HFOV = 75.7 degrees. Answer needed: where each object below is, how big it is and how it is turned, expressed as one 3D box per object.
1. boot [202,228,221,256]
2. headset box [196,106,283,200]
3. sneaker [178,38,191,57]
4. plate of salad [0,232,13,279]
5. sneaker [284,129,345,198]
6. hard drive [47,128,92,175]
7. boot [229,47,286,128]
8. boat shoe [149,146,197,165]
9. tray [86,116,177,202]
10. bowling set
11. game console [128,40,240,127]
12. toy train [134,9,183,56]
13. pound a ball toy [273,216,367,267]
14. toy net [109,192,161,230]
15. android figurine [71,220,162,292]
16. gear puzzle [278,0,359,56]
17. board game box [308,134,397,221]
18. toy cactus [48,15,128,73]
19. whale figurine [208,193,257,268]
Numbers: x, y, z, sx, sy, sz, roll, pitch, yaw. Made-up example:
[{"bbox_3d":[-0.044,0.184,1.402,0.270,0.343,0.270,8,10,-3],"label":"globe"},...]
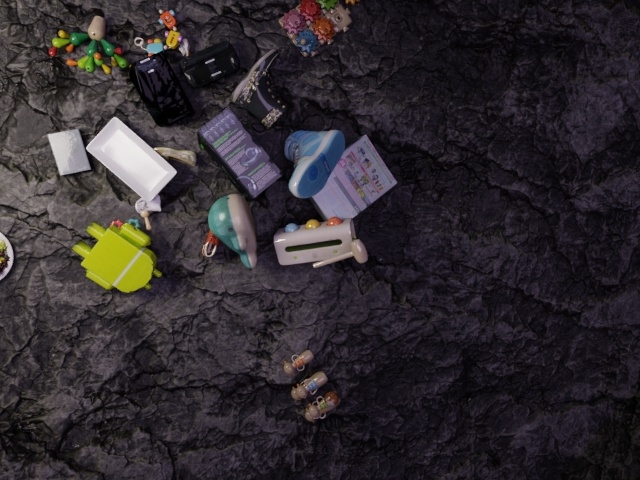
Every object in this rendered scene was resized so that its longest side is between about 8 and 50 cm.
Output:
[{"bbox_3d":[-0.370,-0.012,1.451,0.059,0.085,0.157,20,88,-14],"label":"boot"},{"bbox_3d":[-0.279,-0.283,1.367,0.131,0.246,0.283,-41,104,-9],"label":"headset box"},{"bbox_3d":[-0.464,-0.643,1.403,0.037,0.032,0.083,-3,94,2],"label":"sneaker"},{"bbox_3d":[-1.080,0.049,1.286,0.200,0.048,0.199,-1,94,-15],"label":"plate of salad"},{"bbox_3d":[-0.067,-0.271,1.436,0.319,0.208,0.127,-55,144,-34],"label":"sneaker"},{"bbox_3d":[-0.815,-0.286,1.341,0.094,0.022,0.135,-15,99,-13],"label":"hard drive"},{"bbox_3d":[-0.183,-0.535,1.457,0.179,0.085,0.236,40,91,-17],"label":"boot"},{"bbox_3d":[-0.503,-0.287,1.408,0.153,0.056,0.048,3,89,-22],"label":"boat shoe"},{"bbox_3d":[-0.622,-0.265,1.367,0.270,0.030,0.145,42,88,-4],"label":"tray"},{"bbox_3d":[-0.029,0.573,1.538,0.154,0.200,0.287,-32,98,-9],"label":"bowling set"},{"bbox_3d":[-0.436,-0.550,1.392,0.361,0.044,0.213,-32,117,-16],"label":"game console"},{"bbox_3d":[-0.528,-0.679,1.375,0.166,0.046,0.125,-44,87,-2],"label":"toy train"},{"bbox_3d":[0.000,0.000,1.422,0.319,0.208,0.135,-8,108,12],"label":"pound a ball toy"},{"bbox_3d":[-0.627,-0.068,1.400,0.122,0.045,0.232,27,86,-14],"label":"toy net"},{"bbox_3d":[-0.661,0.062,1.359,0.273,0.056,0.248,37,104,-18],"label":"android figurine"},{"bbox_3d":[0.027,-0.832,1.505,0.339,0.044,0.175,-40,103,-8],"label":"gear puzzle"},{"bbox_3d":[0.102,-0.218,1.552,0.303,0.097,0.224,-37,104,-8],"label":"board game box"},{"bbox_3d":[-0.726,-0.627,1.304,0.219,0.112,0.180,10,82,-7],"label":"toy cactus"},{"bbox_3d":[-0.295,-0.025,1.416,0.141,0.216,0.271,-13,125,-3],"label":"whale figurine"}]
